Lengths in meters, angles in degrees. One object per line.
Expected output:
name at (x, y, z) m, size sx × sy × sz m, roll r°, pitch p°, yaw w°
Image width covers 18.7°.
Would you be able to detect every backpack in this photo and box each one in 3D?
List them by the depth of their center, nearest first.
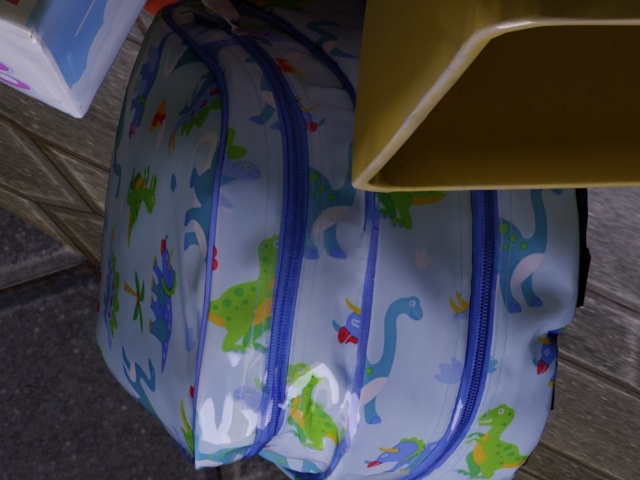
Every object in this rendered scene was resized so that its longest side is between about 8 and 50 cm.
backpack at (0.000, 0.000, 1.022) m, size 0.273 × 0.290 × 0.355 m, roll 4°, pitch -164°, yaw -36°

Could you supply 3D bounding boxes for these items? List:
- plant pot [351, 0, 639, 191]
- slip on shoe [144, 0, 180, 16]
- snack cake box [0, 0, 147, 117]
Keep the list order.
plant pot at (0.122, -0.124, 0.526) m, size 0.212 × 0.187 × 0.212 m, roll -2°, pitch 173°, yaw -7°
slip on shoe at (-0.006, -0.098, 1.311) m, size 0.331 × 0.101 × 0.123 m, roll 33°, pitch 170°, yaw -22°
snack cake box at (-0.084, -0.192, 0.613) m, size 0.152 × 0.264 × 0.089 m, roll 26°, pitch 170°, yaw 8°
